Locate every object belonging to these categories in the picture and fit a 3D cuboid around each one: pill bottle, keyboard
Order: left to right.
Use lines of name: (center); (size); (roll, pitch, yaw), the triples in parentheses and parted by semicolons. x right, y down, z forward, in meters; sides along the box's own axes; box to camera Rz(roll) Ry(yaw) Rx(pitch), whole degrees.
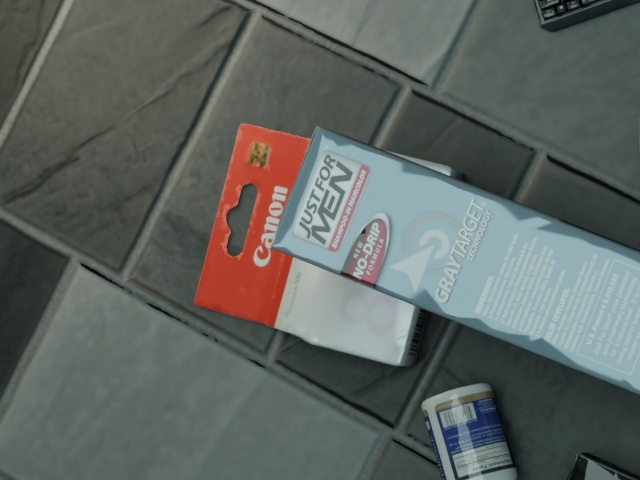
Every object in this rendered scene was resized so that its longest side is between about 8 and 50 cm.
pill bottle: (0.136, 0.192, 1.769); (0.067, 0.067, 0.120); (-19, 78, 16)
keyboard: (0.270, -0.267, 1.800); (0.180, 0.023, 0.108); (-18, 78, 15)

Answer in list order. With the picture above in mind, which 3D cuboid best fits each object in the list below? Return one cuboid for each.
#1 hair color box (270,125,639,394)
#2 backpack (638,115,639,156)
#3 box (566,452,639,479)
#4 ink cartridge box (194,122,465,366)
hair color box: (0.161, 0.026, 1.682); (0.374, 0.185, 0.114); (21, 91, 8)
backpack: (0.318, -0.091, 1.715); (0.084, 0.114, 0.105); (-1, 81, 20)
box: (0.316, 0.360, 1.684); (0.322, 0.079, 0.257); (23, 90, 20)
ink cartridge box: (0.000, 0.000, 1.847); (0.232, 0.066, 0.189); (14, 89, 16)
